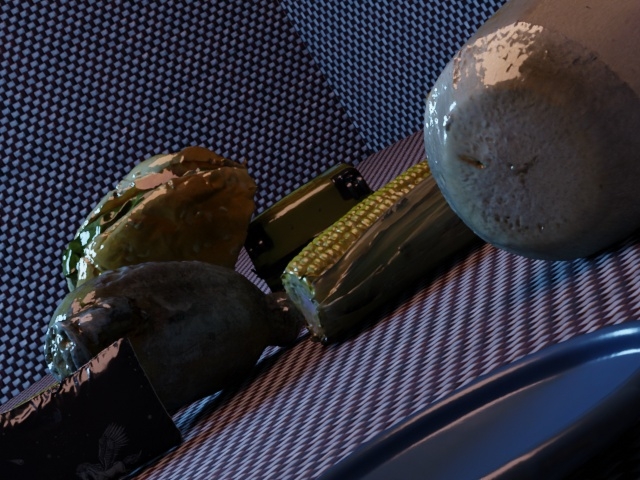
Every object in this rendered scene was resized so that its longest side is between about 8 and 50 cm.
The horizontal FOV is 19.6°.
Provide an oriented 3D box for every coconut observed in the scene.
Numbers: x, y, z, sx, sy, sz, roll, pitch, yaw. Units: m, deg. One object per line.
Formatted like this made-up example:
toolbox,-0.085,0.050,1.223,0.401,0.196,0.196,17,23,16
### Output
coconut,0.229,-0.117,1.693,0.237,0.237,0.266,-28,5,39

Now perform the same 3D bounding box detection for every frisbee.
frisbee,0.094,0.133,1.091,0.289,0.049,0.289,-28,3,2

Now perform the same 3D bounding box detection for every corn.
corn,0.083,0.007,2.108,0.305,0.122,0.123,-37,35,-27

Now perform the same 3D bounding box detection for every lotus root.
lotus root,-0.177,0.110,2.169,0.349,0.175,0.175,-6,-14,-40

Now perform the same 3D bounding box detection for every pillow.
pillow,-0.266,0.215,2.000,0.208,0.141,0.055,-29,3,-6

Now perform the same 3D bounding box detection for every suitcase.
suitcase,0.000,0.000,2.450,0.194,0.143,0.235,-32,6,0

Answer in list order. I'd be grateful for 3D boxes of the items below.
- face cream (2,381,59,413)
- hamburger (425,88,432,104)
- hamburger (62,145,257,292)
face cream,-0.302,0.220,2.343,0.348,0.105,0.105,-30,5,23
hamburger,0.274,-0.184,2.473,0.244,0.163,0.244,-31,3,2
hamburger,-0.228,0.033,2.395,0.162,0.209,0.330,-104,33,-70
